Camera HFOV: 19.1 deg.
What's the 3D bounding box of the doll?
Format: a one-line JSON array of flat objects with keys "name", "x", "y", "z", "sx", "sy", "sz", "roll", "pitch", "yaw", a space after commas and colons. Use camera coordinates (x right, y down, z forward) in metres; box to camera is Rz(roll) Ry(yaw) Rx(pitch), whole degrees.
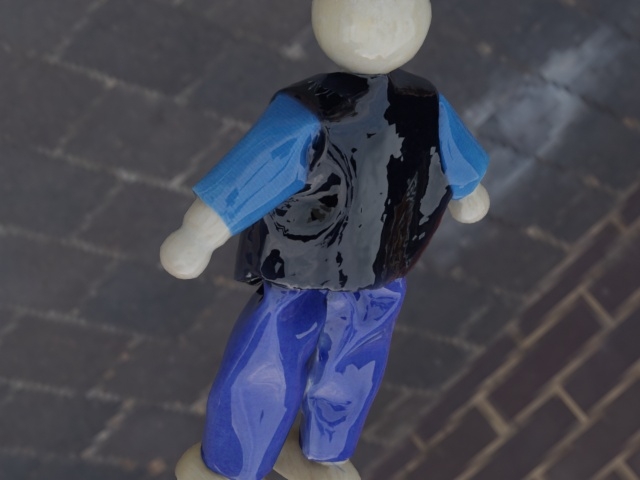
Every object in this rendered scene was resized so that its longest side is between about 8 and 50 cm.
[{"name": "doll", "x": 0.000, "y": 0.000, "z": 0.613, "sx": 0.129, "sy": 0.046, "sz": 0.189, "roll": -6, "pitch": 120, "yaw": -38}]
